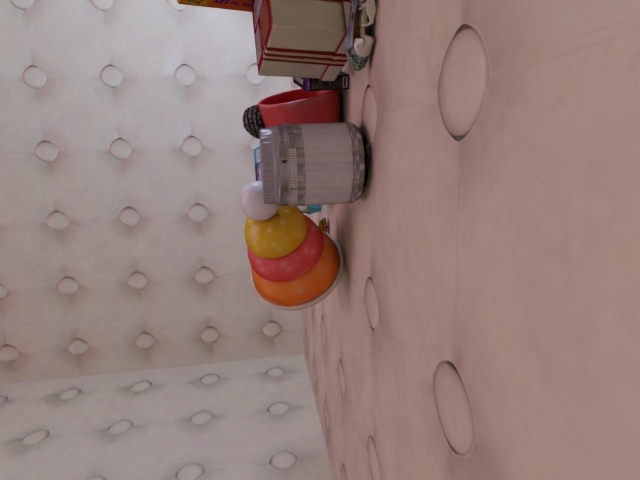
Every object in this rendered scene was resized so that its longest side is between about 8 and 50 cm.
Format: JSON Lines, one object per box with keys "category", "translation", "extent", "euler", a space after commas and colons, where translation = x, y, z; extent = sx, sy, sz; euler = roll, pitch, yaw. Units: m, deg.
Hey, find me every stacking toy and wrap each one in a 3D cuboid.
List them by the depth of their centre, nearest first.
{"category": "stacking toy", "translation": [-0.129, -0.016, 1.403], "extent": [0.479, 0.351, 0.350], "euler": [70, -171, -53]}

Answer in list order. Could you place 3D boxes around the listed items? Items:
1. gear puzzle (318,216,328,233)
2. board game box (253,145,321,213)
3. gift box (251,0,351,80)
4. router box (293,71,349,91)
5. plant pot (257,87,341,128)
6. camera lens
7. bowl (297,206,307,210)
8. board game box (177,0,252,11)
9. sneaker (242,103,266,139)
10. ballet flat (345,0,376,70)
{"category": "gear puzzle", "translation": [0.000, 0.000, 1.949], "extent": [0.339, 0.044, 0.175], "euler": [106, 159, -68]}
{"category": "board game box", "translation": [-0.145, -0.269, 1.942], "extent": [0.079, 0.336, 0.253], "euler": [-14, 75, 39]}
{"category": "gift box", "translation": [-0.035, -0.579, 1.120], "extent": [0.276, 0.259, 0.254], "euler": [164, 102, -73]}
{"category": "router box", "translation": [-0.002, -0.501, 1.323], "extent": [0.178, 0.134, 0.045], "euler": [-120, 26, -58]}
{"category": "plant pot", "translation": [-0.050, -0.367, 1.425], "extent": [0.275, 0.275, 0.242], "euler": [-109, 7, -62]}
{"category": "camera lens", "translation": [-0.021, -0.204, 1.152], "extent": [0.219, 0.275, 0.219], "euler": [176, 90, -82]}
{"category": "bowl", "translation": [-0.055, -0.275, 1.732], "extent": [0.298, 0.134, 0.297], "euler": [33, 130, 50]}
{"category": "board game box", "translation": [-0.195, -0.849, 1.064], "extent": [0.356, 0.357, 0.356], "euler": [-27, 83, 51]}
{"category": "sneaker", "translation": [-0.135, -0.456, 1.661], "extent": [0.146, 0.345, 0.134], "euler": [-65, -20, -72]}
{"category": "ballet flat", "translation": [0.096, -0.481, 0.969], "extent": [0.070, 0.070, 0.188], "euler": [-105, 11, -56]}
